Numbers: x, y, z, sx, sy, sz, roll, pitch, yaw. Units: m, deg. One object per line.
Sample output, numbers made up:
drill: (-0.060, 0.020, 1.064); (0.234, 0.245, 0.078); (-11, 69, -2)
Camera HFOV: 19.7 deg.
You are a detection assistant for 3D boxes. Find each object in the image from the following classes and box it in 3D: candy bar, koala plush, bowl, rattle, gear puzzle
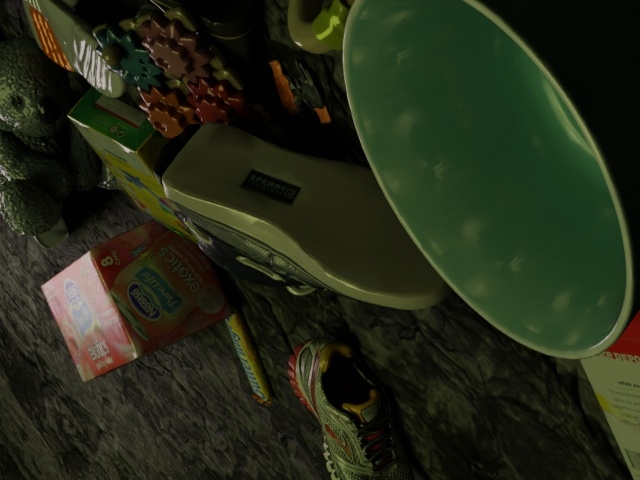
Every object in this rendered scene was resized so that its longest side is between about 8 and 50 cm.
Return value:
candy bar: (-0.094, 0.142, 2.347); (0.040, 0.018, 0.161); (23, 138, 54)
koala plush: (-0.352, -0.160, 2.279); (0.203, 0.196, 0.221); (46, 161, 53)
bowl: (0.173, -0.086, 1.342); (0.311, 0.163, 0.311); (43, 152, 30)
rattle: (0.038, -0.222, 1.612); (0.199, 0.143, 0.130); (-134, 54, -62)
gear puzzle: (-0.108, -0.098, 1.935); (0.175, 0.044, 0.339); (-3, 133, 48)

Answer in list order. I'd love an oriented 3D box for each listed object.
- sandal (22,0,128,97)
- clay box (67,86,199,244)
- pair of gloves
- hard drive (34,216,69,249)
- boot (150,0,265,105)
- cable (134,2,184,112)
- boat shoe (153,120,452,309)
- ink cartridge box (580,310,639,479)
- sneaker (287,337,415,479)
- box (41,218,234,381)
sandal: (-0.268, -0.243, 2.131); (0.265, 0.076, 0.102); (41, 149, 43)
clay box: (-0.192, -0.078, 2.149); (0.127, 0.053, 0.222); (28, 163, 37)
pair of gloves: (-0.022, -0.150, 1.846); (0.083, 0.010, 0.074); (9, 127, 60)
hard drive: (-0.429, -0.093, 2.573); (0.233, 0.047, 0.353); (60, 171, -4)
boot: (-0.137, -0.226, 1.909); (0.198, 0.077, 0.137); (43, 158, 34)
cable: (-0.186, -0.169, 2.062); (0.139, 0.072, 0.287); (49, 156, 0)
boat shoe: (0.000, 0.000, 1.833); (0.340, 0.127, 0.158); (28, 159, 27)
ink cartridge box: (0.286, 0.114, 1.474); (0.134, 0.078, 0.231); (5, 124, 61)
sneaker: (0.042, 0.212, 2.074); (0.225, 0.088, 0.093); (59, 156, -3)
box: (-0.244, 0.075, 2.386); (0.154, 0.142, 0.300); (66, 157, 0)
